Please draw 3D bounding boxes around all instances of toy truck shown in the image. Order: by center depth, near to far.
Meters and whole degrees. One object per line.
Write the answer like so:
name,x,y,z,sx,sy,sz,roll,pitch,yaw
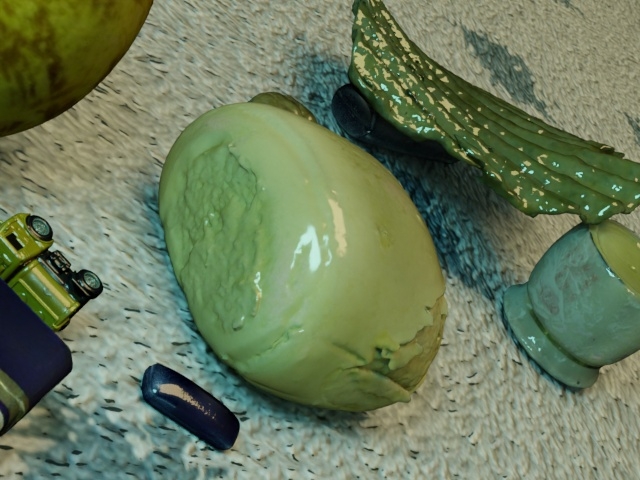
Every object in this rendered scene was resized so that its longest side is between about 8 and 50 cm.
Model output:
toy truck,-0.197,0.024,0.981,0.083,0.049,0.054,47,26,-2

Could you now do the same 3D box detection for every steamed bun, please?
steamed bun,0.000,0.000,1.186,0.232,0.166,0.273,20,36,-42

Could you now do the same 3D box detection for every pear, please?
pear,-0.240,-0.203,0.999,0.280,0.281,0.281,36,27,-22

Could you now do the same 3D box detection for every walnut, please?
walnut,-0.042,-0.096,1.370,0.092,0.092,0.092,36,27,-22

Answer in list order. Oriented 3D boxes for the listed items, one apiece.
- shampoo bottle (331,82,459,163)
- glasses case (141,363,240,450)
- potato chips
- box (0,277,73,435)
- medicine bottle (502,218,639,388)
shampoo bottle,0.104,-0.131,1.682,0.233,0.049,0.087,9,37,-53
glasses case,-0.090,0.118,1.037,0.083,0.023,0.033,37,25,-20
potato chips,0.185,-0.153,1.631,0.389,0.097,0.373,30,17,-7
box,-0.258,0.072,0.785,0.168,0.071,0.259,45,26,-2
medicine bottle,0.291,0.068,1.570,0.147,0.143,0.147,31,31,-21
